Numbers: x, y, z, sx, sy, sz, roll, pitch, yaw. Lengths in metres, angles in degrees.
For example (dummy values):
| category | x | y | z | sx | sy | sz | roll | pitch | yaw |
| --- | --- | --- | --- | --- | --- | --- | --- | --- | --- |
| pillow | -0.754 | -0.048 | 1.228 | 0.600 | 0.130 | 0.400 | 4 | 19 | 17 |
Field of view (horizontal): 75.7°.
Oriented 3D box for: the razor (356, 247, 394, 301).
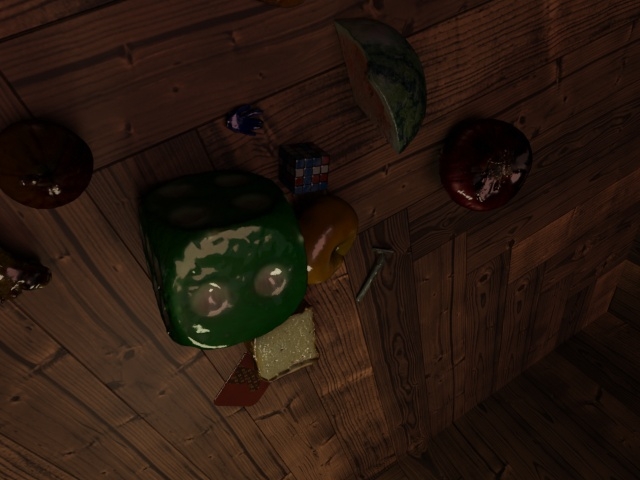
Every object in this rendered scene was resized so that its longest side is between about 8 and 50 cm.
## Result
| category | x | y | z | sx | sy | sz | roll | pitch | yaw |
| --- | --- | --- | --- | --- | --- | --- | --- | --- | --- |
| razor | 0.171 | 0.120 | 1.372 | 0.084 | 0.036 | 0.211 | 8 | 115 | -34 |

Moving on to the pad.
| category | x | y | z | sx | sy | sz | roll | pitch | yaw |
| --- | --- | --- | --- | --- | --- | --- | --- | --- | --- |
| pad | -0.225 | 0.455 | 1.370 | 0.181 | 0.004 | 0.267 | 21 | 107 | -41 |

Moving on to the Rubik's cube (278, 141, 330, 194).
| category | x | y | z | sx | sy | sz | roll | pitch | yaw |
| --- | --- | --- | --- | --- | --- | --- | --- | --- | --- |
| Rubik's cube | -0.041 | -0.175 | 0.991 | 0.092 | 0.092 | 0.092 | -13 | 128 | -25 |

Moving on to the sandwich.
| category | x | y | z | sx | sy | sz | roll | pitch | yaw |
| --- | --- | --- | --- | --- | --- | --- | --- | --- | --- |
| sandwich | -0.118 | 0.315 | 1.284 | 0.226 | 0.087 | 0.251 | -24 | 128 | -20 |

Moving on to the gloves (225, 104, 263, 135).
| category | x | y | z | sx | sy | sz | roll | pitch | yaw |
| --- | --- | --- | --- | --- | --- | --- | --- | --- | --- |
| gloves | -0.163 | -0.262 | 0.897 | 0.086 | 0.026 | 0.064 | 1 | 117 | -33 |

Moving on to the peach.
| category | x | y | z | sx | sy | sz | roll | pitch | yaw |
| --- | --- | --- | --- | --- | --- | --- | --- | --- | --- |
| peach | 0.000 | 0.000 | 1.088 | 0.251 | 0.153 | 0.251 | -47 | 162 | -20 |

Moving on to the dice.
| category | x | y | z | sx | sy | sz | roll | pitch | yaw |
| --- | --- | --- | --- | --- | --- | --- | --- | --- | --- |
| dice | -0.212 | 0.031 | 0.886 | 0.300 | 0.297 | 0.286 | -15 | 126 | -23 |

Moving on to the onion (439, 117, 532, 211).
| category | x | y | z | sx | sy | sz | roll | pitch | yaw |
| --- | --- | --- | --- | --- | --- | --- | --- | --- | --- |
| onion | 0.485 | -0.224 | 1.247 | 0.274 | 0.285 | 0.272 | 0 | 98 | 1 |

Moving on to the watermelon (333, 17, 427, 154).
| category | x | y | z | sx | sy | sz | roll | pitch | yaw |
| --- | --- | --- | --- | --- | --- | --- | --- | --- | --- |
| watermelon | 0.144 | -0.375 | 0.938 | 0.176 | 0.255 | 0.260 | -1 | 145 | 21 |

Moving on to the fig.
| category | x | y | z | sx | sy | sz | roll | pitch | yaw |
| --- | --- | --- | --- | --- | --- | --- | --- | --- | --- |
| fig | -0.462 | -0.130 | 0.705 | 0.148 | 0.202 | 0.149 | 36 | 62 | -56 |

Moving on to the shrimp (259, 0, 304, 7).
| category | x | y | z | sx | sy | sz | roll | pitch | yaw |
| --- | --- | --- | --- | --- | --- | --- | --- | --- | --- |
| shrimp | -0.086 | -0.492 | 0.774 | 0.217 | 0.051 | 0.115 | -28 | 134 | -17 |

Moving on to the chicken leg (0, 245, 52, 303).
| category | x | y | z | sx | sy | sz | roll | pitch | yaw |
| --- | --- | --- | --- | --- | --- | --- | --- | --- | --- |
| chicken leg | -0.656 | 0.003 | 0.685 | 0.212 | 0.140 | 0.360 | -35 | 130 | -19 |
